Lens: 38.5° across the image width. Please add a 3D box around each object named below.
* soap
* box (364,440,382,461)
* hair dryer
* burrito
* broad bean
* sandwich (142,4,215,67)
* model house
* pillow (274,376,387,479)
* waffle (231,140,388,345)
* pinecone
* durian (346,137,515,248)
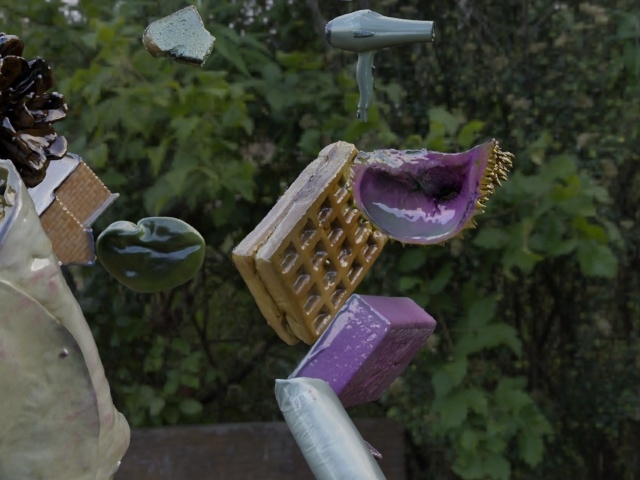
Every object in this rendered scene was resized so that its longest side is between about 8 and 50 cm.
[{"bbox_3d":[0.070,0.173,1.419,0.081,0.181,0.259,41,10,19],"label":"soap"},{"bbox_3d":[0.049,0.371,1.573,0.085,0.063,0.060,30,3,-34],"label":"box"},{"bbox_3d":[0.140,-0.379,1.891,0.219,0.225,0.088,-17,11,22],"label":"hair dryer"},{"bbox_3d":[-0.238,0.096,0.689,0.105,0.299,0.143,22,50,35],"label":"burrito"},{"bbox_3d":[-0.331,0.026,1.783,0.207,0.153,0.072,9,11,6],"label":"broad bean"},{"bbox_3d":[-0.219,-0.307,1.421,0.105,0.093,0.036,-27,-6,-27],"label":"sandwich"},{"bbox_3d":[-0.472,-0.044,1.688,0.166,0.183,0.172,17,-26,45],"label":"model house"},{"bbox_3d":[0.030,0.286,1.178,0.078,0.254,0.144,-33,-23,3],"label":"pillow"},{"bbox_3d":[0.000,0.000,1.595,0.098,0.224,0.327,5,43,39],"label":"waffle"},{"bbox_3d":[-0.392,-0.110,0.939,0.273,0.224,0.224,-10,-3,28],"label":"pinecone"},{"bbox_3d":[0.171,-0.073,1.429,0.260,0.186,0.154,18,2,39],"label":"durian"}]
